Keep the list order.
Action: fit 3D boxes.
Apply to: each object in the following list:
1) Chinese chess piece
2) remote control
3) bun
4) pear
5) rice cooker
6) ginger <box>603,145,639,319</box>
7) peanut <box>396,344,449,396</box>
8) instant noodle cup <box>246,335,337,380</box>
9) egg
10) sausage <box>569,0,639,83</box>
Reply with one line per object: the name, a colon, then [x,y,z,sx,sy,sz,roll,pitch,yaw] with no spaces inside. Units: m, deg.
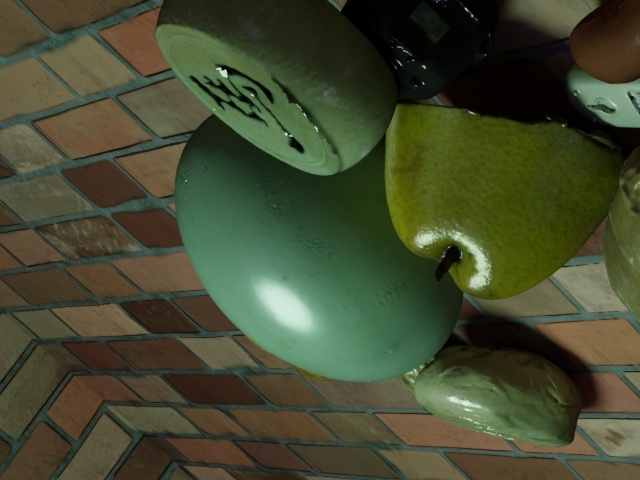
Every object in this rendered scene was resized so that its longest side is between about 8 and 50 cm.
Chinese chess piece: [-0.044,-0.170,1.716,0.250,0.101,0.250,35,167,9]
remote control: [0.317,-0.136,1.645,0.221,0.042,0.078,5,144,48]
bun: [0.237,0.194,2.297,0.210,0.116,0.237,9,170,33]
pear: [0.175,-0.029,1.801,0.267,0.178,0.267,14,174,2]
rice cooker: [0.091,-0.209,1.702,0.142,0.118,0.203,41,167,-5]
ginger: [0.339,0.007,1.730,0.126,0.190,0.354,-6,168,10]
peanut: [0.164,0.191,2.425,0.194,0.083,0.093,42,-178,-36]
instant noodle cup: [0.002,0.079,2.292,0.216,0.216,0.172,25,164,21]
egg: [0.000,0.000,2.029,0.389,0.276,0.276,46,154,-20]
sausage: [0.285,-0.187,1.552,0.077,0.077,0.194,38,156,-9]
